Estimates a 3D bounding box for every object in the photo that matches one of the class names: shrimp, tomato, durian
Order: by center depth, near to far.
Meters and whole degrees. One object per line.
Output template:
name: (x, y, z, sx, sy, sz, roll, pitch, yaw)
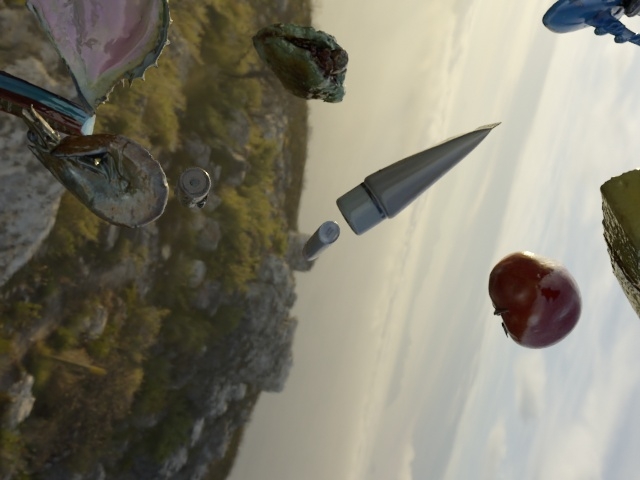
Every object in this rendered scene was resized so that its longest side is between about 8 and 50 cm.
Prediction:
durian: (-0.344, -0.377, 1.140, 0.185, 0.196, 0.305, -110, 178, -75)
tomato: (0.373, 0.094, 1.254, 0.187, 0.151, 0.187, 50, 20, -26)
shrimp: (-0.425, -0.152, 1.348, 0.168, 0.317, 0.077, -44, -164, 11)

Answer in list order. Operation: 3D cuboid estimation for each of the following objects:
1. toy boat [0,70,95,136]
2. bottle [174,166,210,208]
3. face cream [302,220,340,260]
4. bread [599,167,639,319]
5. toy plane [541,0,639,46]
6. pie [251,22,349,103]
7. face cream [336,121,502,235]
toy boat: (-0.655, -0.301, 1.465, 0.136, 0.392, 0.079, 110, 2, -80)
bottle: (-0.360, -0.140, 1.994, 0.152, 0.099, 0.098, 137, -29, -66)
face cream: (0.000, 0.000, 1.933, 0.084, 0.057, 0.198, -53, -176, -20)
bread: (0.464, 0.008, 0.989, 0.178, 0.142, 0.266, -60, 141, -24)
toy plane: (0.471, -0.397, 1.204, 0.271, 0.254, 0.105, -16, 152, -40)
pie: (-0.050, -0.436, 1.753, 0.274, 0.257, 0.105, 89, 25, -74)
face cream: (0.177, -0.120, 1.281, 0.089, 0.314, 0.143, 59, -1, -5)
